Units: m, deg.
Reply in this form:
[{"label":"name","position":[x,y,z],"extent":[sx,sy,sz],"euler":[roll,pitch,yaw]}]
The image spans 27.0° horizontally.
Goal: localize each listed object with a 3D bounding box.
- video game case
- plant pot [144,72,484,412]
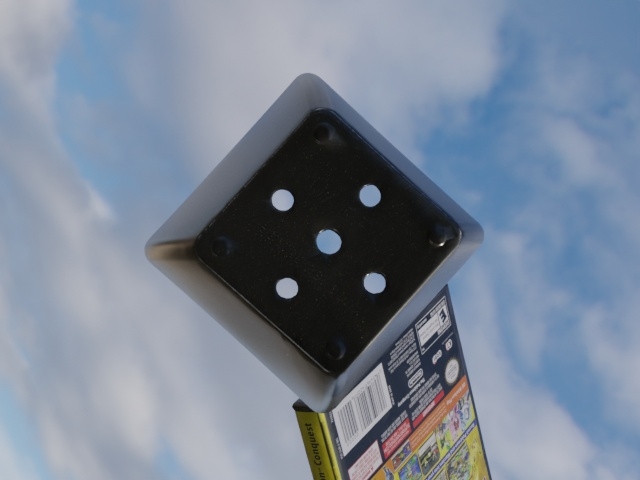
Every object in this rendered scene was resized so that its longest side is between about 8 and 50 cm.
[{"label":"video game case","position":[0.082,0.209,1.322],"extent":[0.035,0.275,0.248],"euler":[-3,-70,33]},{"label":"plant pot","position":[0.000,0.000,0.917],"extent":[0.188,0.187,0.167],"euler":[42,-3,-1]}]
